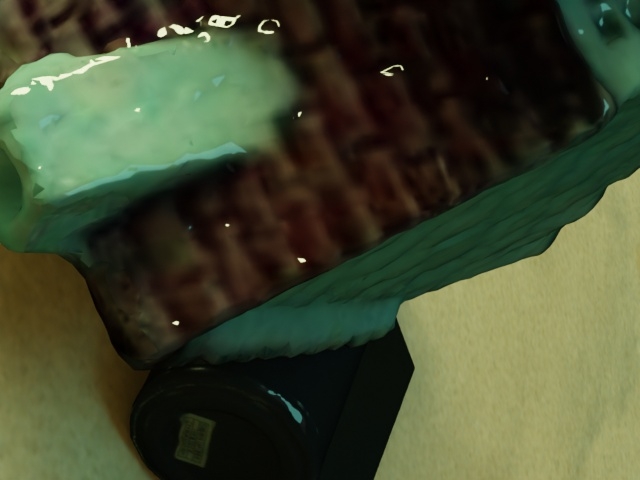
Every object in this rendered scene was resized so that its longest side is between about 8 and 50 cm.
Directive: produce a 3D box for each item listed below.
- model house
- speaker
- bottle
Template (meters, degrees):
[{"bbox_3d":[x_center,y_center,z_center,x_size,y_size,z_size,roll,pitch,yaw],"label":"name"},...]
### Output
[{"bbox_3d":[-0.019,-0.123,0.522,0.248,0.230,0.280,-15,69,-37],"label":"model house"},{"bbox_3d":[-0.009,0.098,0.640,0.191,0.040,0.046,-65,141,-48],"label":"speaker"},{"bbox_3d":[0.000,0.000,0.663,0.082,0.072,0.244,25,43,-3],"label":"bottle"}]
